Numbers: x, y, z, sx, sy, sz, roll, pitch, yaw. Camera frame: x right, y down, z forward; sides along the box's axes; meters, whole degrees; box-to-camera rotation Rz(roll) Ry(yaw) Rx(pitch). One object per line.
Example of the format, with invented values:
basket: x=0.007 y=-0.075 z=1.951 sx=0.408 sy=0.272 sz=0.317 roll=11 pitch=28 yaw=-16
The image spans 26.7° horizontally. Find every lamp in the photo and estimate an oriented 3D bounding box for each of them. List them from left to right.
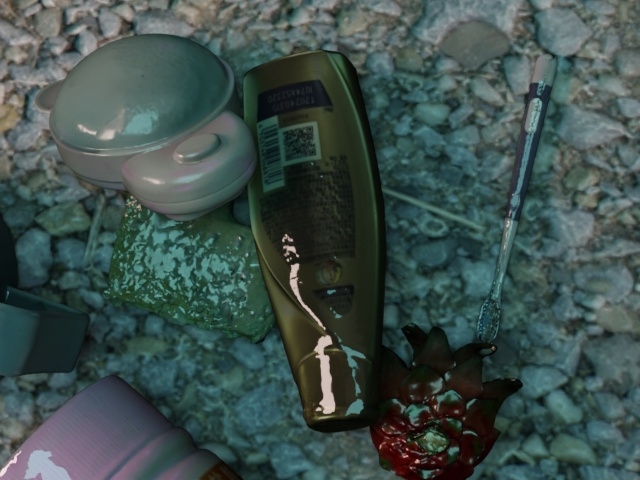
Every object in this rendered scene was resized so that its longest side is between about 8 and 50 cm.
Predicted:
lamp: x=-0.155 y=-0.117 z=1.249 sx=0.180 sy=0.108 sz=0.246 roll=-31 pitch=48 yaw=-15

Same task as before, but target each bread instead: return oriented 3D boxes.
bread: x=-0.137 y=0.008 z=1.307 sx=0.173 sy=0.064 sz=0.232 roll=-29 pitch=82 yaw=2

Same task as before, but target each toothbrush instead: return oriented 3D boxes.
toothbrush: x=0.188 y=-0.041 z=1.293 sx=0.024 sy=0.026 sz=0.288 roll=13 pitch=86 yaw=4

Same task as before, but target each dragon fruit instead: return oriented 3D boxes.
dragon fruit: x=0.103 y=0.158 z=1.243 sx=0.130 sy=0.121 sz=0.142 roll=41 pitch=62 yaw=-22

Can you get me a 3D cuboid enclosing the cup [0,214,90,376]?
cup: x=-0.402 y=0.020 z=1.211 sx=0.331 sy=0.311 sz=0.256 roll=-11 pitch=85 yaw=5

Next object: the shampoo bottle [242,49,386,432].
shampoo bottle: x=0.000 y=0.000 z=1.245 sx=0.126 sy=0.084 sz=0.350 roll=-13 pitch=71 yaw=15

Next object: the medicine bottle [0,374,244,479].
medicine bottle: x=-0.135 y=0.292 z=1.214 sx=0.316 sy=0.202 sz=0.202 roll=41 pitch=91 yaw=7
